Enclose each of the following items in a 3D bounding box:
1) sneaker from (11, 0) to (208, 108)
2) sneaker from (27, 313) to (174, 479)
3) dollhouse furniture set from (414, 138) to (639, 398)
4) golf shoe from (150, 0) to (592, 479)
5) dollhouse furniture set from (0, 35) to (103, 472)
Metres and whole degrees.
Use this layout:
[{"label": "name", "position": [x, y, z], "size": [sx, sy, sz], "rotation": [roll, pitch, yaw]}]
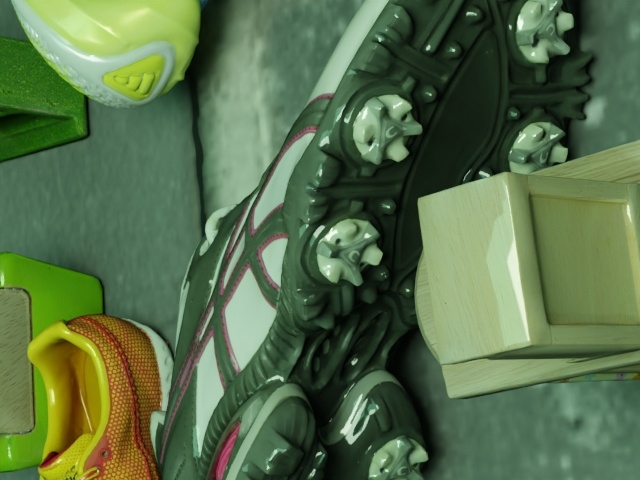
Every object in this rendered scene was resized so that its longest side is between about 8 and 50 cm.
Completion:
[{"label": "sneaker", "position": [-0.093, -0.167, 0.781], "size": [0.126, 0.091, 0.240], "rotation": [-42, 57, 14]}, {"label": "sneaker", "position": [-0.087, 0.116, 0.752], "size": [0.064, 0.067, 0.175], "rotation": [-32, 67, 38]}, {"label": "dollhouse furniture set", "position": [0.068, -0.040, 0.522], "size": [0.101, 0.182, 0.161], "rotation": [-17, 76, 44]}, {"label": "golf shoe", "position": [0.000, 0.000, 0.650], "size": [0.120, 0.105, 0.273], "rotation": [41, 115, 47]}, {"label": "dollhouse furniture set", "position": [-0.254, 0.023, 0.868], "size": [0.301, 0.151, 0.197], "rotation": [-11, 79, 45]}]
